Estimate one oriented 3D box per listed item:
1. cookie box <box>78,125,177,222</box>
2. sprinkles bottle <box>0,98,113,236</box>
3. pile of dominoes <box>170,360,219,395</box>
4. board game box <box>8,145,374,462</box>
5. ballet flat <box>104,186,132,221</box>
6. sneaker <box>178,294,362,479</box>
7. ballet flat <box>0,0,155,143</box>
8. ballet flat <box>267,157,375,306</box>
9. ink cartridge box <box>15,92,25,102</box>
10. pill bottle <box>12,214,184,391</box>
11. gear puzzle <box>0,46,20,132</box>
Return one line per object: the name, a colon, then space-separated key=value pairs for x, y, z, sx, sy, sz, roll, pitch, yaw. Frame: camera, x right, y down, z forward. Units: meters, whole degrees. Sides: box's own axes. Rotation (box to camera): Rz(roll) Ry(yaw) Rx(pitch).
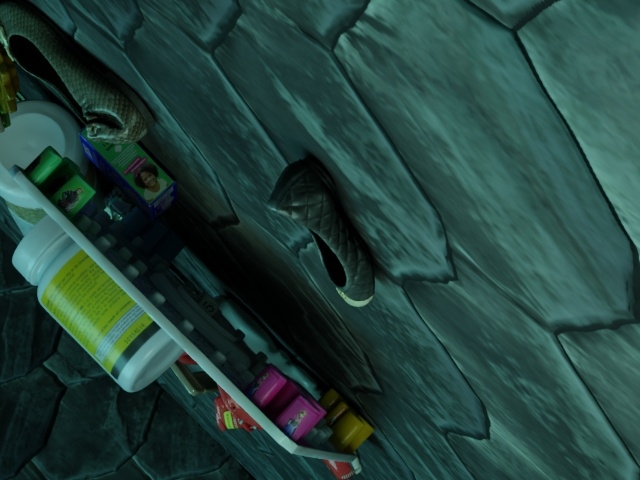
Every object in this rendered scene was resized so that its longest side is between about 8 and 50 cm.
cookie box: x=-0.199 y=-0.076 z=1.670 sx=0.107 sy=0.040 sz=0.092 roll=45 pitch=170 yaw=4
sprinkles bottle: x=-0.330 y=-0.058 z=1.988 sx=0.121 sy=0.121 sz=0.355 roll=44 pitch=168 yaw=11
pile of dominoes: x=-0.206 y=0.103 z=2.043 sx=0.251 sy=0.040 sz=0.196 roll=52 pitch=-167 yaw=14
board game box: x=-0.117 y=0.075 z=1.676 sx=0.390 sy=0.050 sz=0.390 roll=44 pitch=180 yaw=13
ballet flat: x=-0.248 y=-0.032 z=1.988 sx=0.041 sy=0.041 sz=0.114 roll=43 pitch=168 yaw=16
sneaker: x=-0.066 y=0.193 z=1.899 sx=0.279 sy=0.118 sz=0.107 roll=44 pitch=169 yaw=17
ballet flat: x=-0.252 y=-0.159 z=1.545 sx=0.250 sy=0.058 sz=0.084 roll=39 pitch=165 yaw=33
ballet flat: x=0.000 y=0.000 z=1.214 sx=0.057 sy=0.049 sz=0.173 roll=39 pitch=166 yaw=37
ink cartridge box: x=-0.430 y=-0.170 z=2.136 sx=0.171 sy=0.056 sz=0.235 roll=51 pitch=169 yaw=-18
pill bottle: x=-0.250 y=0.064 z=1.853 sx=0.208 sy=0.119 sz=0.119 roll=44 pitch=168 yaw=11
gear puzzle: x=-0.374 y=-0.209 z=1.747 sx=0.339 sy=0.044 sz=0.175 roll=28 pitch=138 yaw=65
